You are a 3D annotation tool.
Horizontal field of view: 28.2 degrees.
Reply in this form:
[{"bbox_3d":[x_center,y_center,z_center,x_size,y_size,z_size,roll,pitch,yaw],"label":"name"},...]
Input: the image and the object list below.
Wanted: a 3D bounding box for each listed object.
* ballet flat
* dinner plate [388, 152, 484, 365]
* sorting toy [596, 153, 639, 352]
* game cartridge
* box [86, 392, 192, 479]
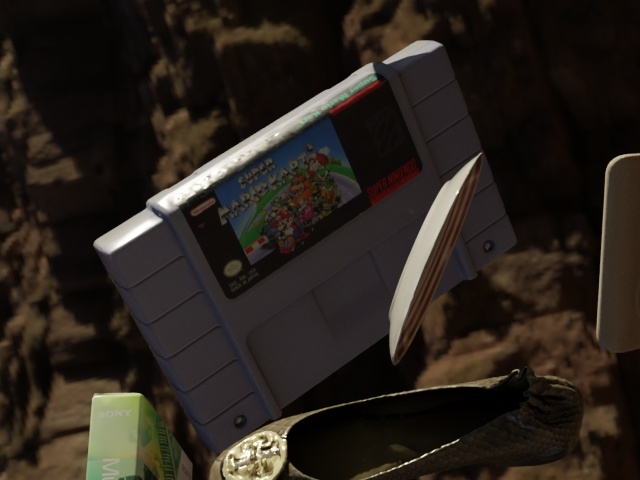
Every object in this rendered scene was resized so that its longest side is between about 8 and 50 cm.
[{"bbox_3d":[0.048,0.126,0.825,0.058,0.250,0.084,80,180,-46],"label":"ballet flat"},{"bbox_3d":[0.067,0.009,0.785,0.141,0.017,0.141,23,-90,-82],"label":"dinner plate"},{"bbox_3d":[0.350,0.005,1.283,0.208,0.038,0.193,-6,-79,-39],"label":"sorting toy"},{"bbox_3d":[0.000,0.000,1.129,0.068,0.355,0.230,31,150,54],"label":"game cartridge"},{"bbox_3d":[-0.176,0.336,1.234,0.232,0.058,0.322,75,-169,-63],"label":"box"}]
